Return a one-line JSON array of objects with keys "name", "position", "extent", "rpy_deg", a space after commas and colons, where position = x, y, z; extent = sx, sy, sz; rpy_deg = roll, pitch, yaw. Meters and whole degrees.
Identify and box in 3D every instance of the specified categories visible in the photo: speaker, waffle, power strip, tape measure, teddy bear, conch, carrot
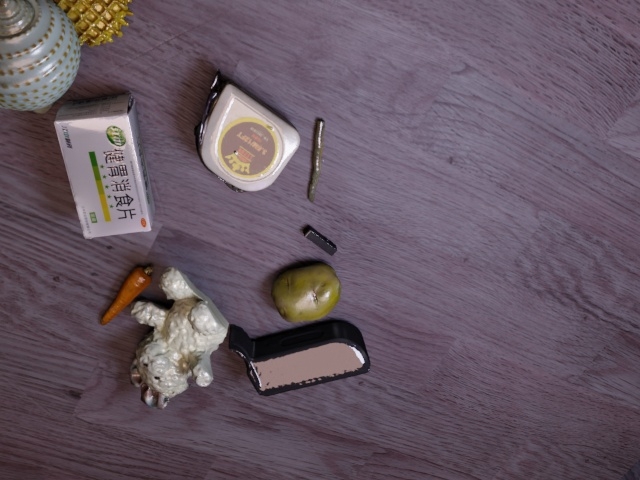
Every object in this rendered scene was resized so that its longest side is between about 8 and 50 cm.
[{"name": "speaker", "position": [-0.061, 0.319, 1.990], "extent": [0.388, 0.180, 0.184], "rpy_deg": [-13, 115, -1]}, {"name": "waffle", "position": [-0.529, -0.538, 1.507], "extent": [0.193, 0.070, 0.197], "rpy_deg": [-16, 120, 2]}, {"name": "power strip", "position": [0.000, 0.000, 1.898], "extent": [0.111, 0.038, 0.029], "rpy_deg": [37, 107, -25]}, {"name": "tape measure", "position": [-0.214, -0.257, 1.678], "extent": [0.271, 0.133, 0.231], "rpy_deg": [34, 102, -21]}, {"name": "teddy bear", "position": [-0.433, 0.297, 1.851], "extent": [0.362, 0.375, 0.327], "rpy_deg": [-40, 75, -5]}, {"name": "conch", "position": [-0.682, -0.396, 1.454], "extent": [0.303, 0.215, 0.319], "rpy_deg": [24, 130, 4]}, {"name": "carrot", "position": [-0.561, 0.161, 1.898], "extent": [0.061, 0.061, 0.257], "rpy_deg": [37, 111, -24]}]

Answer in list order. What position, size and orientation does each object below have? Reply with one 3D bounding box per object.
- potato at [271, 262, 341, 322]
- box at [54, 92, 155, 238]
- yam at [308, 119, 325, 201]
[{"name": "potato", "position": [-0.037, 0.151, 1.919], "extent": [0.200, 0.137, 0.154], "rpy_deg": [-20, 119, 5]}, {"name": "box", "position": [-0.526, -0.185, 1.661], "extent": [0.173, 0.145, 0.333], "rpy_deg": [-7, 119, -7]}, {"name": "yam", "position": [-0.009, -0.210, 1.790], "extent": [0.027, 0.029, 0.234], "rpy_deg": [16, 120, 14]}]
